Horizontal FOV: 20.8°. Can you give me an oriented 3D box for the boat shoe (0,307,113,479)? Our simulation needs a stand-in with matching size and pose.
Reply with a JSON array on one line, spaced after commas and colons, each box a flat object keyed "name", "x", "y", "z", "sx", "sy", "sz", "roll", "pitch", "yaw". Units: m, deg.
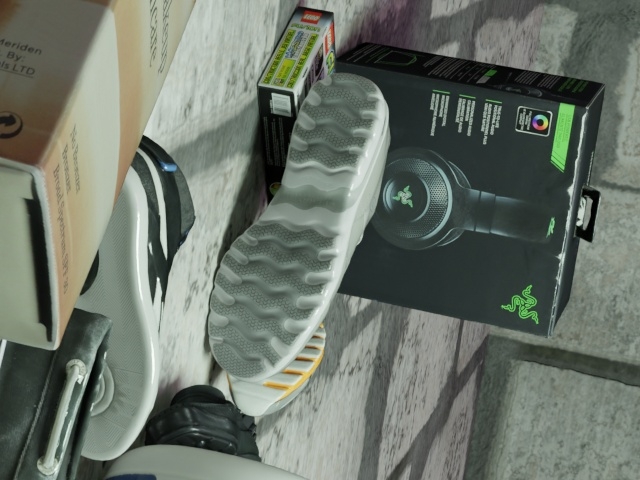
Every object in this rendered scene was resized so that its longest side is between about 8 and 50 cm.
[{"name": "boat shoe", "x": -0.179, "y": 0.186, "z": 1.033, "sx": 0.113, "sy": 0.105, "sz": 0.306, "roll": -56, "pitch": 155, "yaw": -89}]

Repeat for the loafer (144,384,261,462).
[{"name": "loafer", "x": -0.102, "y": 0.157, "z": 1.429, "sx": 0.223, "sy": 0.076, "sz": 0.078, "roll": 53, "pitch": 13, "yaw": -73}]

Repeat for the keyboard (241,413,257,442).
[{"name": "keyboard", "x": -0.094, "y": 0.245, "z": 1.616, "sx": 0.180, "sy": 0.023, "sz": 0.108, "roll": -48, "pitch": 147, "yaw": -62}]

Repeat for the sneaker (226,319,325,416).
[{"name": "sneaker", "x": -0.035, "y": 0.099, "z": 1.602, "sx": 0.215, "sy": 0.084, "sz": 0.083, "roll": -65, "pitch": 168, "yaw": -55}]

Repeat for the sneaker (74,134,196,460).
[{"name": "sneaker", "x": -0.126, "y": 0.034, "z": 1.197, "sx": 0.121, "sy": 0.079, "sz": 0.217, "roll": -42, "pitch": 141, "yaw": -65}]

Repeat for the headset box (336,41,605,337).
[{"name": "headset box", "x": 0.146, "y": -0.053, "z": 1.781, "sx": 0.131, "sy": 0.283, "sz": 0.246, "roll": -43, "pitch": 143, "yaw": -67}]

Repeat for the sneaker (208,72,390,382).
[{"name": "sneaker", "x": 0.000, "y": 0.000, "z": 1.526, "sx": 0.281, "sy": 0.105, "sz": 0.115, "roll": -63, "pitch": 156, "yaw": -5}]

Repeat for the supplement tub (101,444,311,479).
[{"name": "supplement tub", "x": -0.094, "y": 0.331, "z": 1.262, "sx": 0.228, "sy": 0.228, "sz": 0.316, "roll": 73, "pitch": 32, "yaw": -63}]

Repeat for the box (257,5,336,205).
[{"name": "box", "x": -0.017, "y": -0.100, "z": 1.608, "sx": 0.207, "sy": 0.036, "sz": 0.114, "roll": 87, "pitch": 20, "yaw": -46}]

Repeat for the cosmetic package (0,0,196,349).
[{"name": "cosmetic package", "x": -0.141, "y": -0.116, "z": 0.843, "sx": 0.153, "sy": 0.129, "sz": 0.296, "roll": 96, "pitch": 8, "yaw": -56}]
